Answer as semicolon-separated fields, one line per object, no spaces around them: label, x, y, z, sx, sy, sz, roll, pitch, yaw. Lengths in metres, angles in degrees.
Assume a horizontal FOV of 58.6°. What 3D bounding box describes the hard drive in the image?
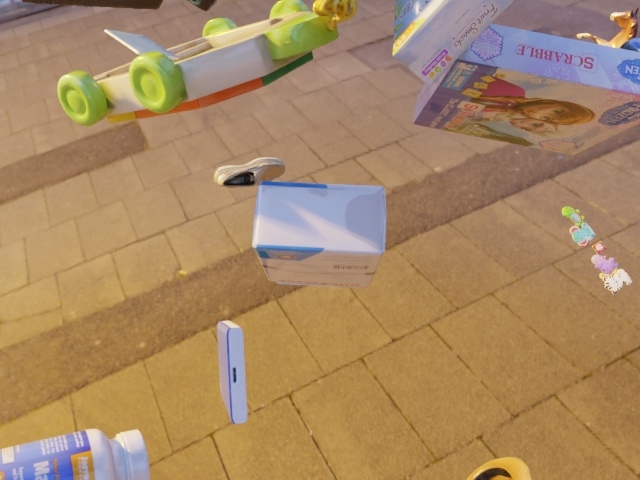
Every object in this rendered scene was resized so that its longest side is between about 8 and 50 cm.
hard drive;-0.222;0.312;1.412;0.040;0.210;0.318;-3;-5;-14

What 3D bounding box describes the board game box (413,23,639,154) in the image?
board game box;0.338;-0.231;0.927;0.317;0.319;0.066;10;86;0

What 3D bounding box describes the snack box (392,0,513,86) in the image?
snack box;0.173;-0.317;0.723;0.174;0.070;0.207;-43;22;35

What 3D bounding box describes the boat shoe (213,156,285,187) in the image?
boat shoe;-0.168;-0.160;1.428;0.190;0.068;0.072;-17;33;-23

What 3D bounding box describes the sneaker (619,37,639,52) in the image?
sneaker;0.653;-0.262;0.957;0.329;0.130;0.147;24;78;-1

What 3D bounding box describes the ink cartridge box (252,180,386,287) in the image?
ink cartridge box;0.000;0.000;0.689;0.139;0.191;0.082;3;76;1

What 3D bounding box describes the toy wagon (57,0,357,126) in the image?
toy wagon;-0.110;-0.205;0.638;0.344;0.068;0.267;1;32;34

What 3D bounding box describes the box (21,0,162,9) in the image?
box;-0.358;-0.697;0.840;0.471;0.480;0.297;-36;-7;37

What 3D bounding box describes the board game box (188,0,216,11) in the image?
board game box;-0.118;-0.291;0.449;0.026;0.126;0.186;-17;57;50

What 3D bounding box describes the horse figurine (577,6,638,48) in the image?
horse figurine;0.585;-0.344;1.212;0.066;0.263;0.174;1;14;-23

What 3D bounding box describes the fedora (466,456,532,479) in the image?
fedora;0.325;0.485;1.028;0.194;0.079;0.194;-44;6;6

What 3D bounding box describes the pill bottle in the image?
pill bottle;-0.446;0.416;0.990;0.272;0.152;0.152;-5;32;-30

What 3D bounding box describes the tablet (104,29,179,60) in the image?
tablet;-0.209;-0.228;0.666;0.054;0.006;0.083;-10;38;-47

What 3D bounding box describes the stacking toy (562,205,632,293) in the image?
stacking toy;0.609;0.018;1.281;0.052;0.167;0.221;-36;76;19
